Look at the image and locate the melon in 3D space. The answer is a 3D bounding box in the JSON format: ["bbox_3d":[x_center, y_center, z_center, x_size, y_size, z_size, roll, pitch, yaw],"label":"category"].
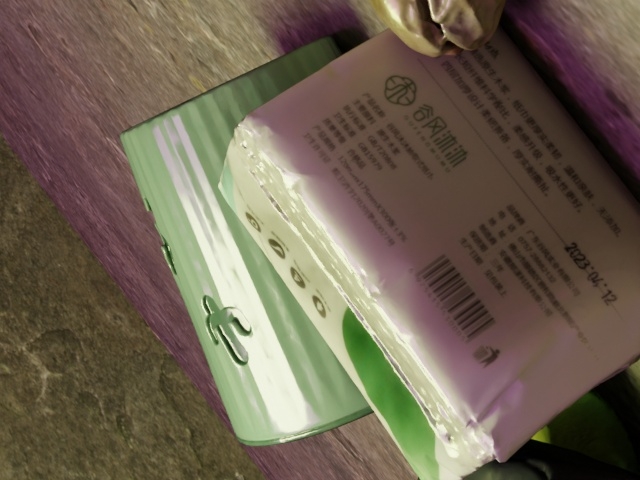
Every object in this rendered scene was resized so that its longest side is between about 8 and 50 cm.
[{"bbox_3d":[0.250,0.215,1.463,0.196,0.124,0.323,36,147,35],"label":"melon"}]

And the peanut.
[{"bbox_3d":[0.062,-0.280,1.087,0.290,0.130,0.130,61,162,-17],"label":"peanut"}]

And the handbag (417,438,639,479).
[{"bbox_3d":[0.260,0.297,1.281,0.301,0.178,0.275,17,177,-17],"label":"handbag"}]

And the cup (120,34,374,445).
[{"bbox_3d":[0.010,-0.008,1.503,0.400,0.310,0.392,-20,100,35],"label":"cup"}]

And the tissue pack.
[{"bbox_3d":[0.118,0.002,1.196,0.356,0.266,0.194,54,162,10],"label":"tissue pack"}]
